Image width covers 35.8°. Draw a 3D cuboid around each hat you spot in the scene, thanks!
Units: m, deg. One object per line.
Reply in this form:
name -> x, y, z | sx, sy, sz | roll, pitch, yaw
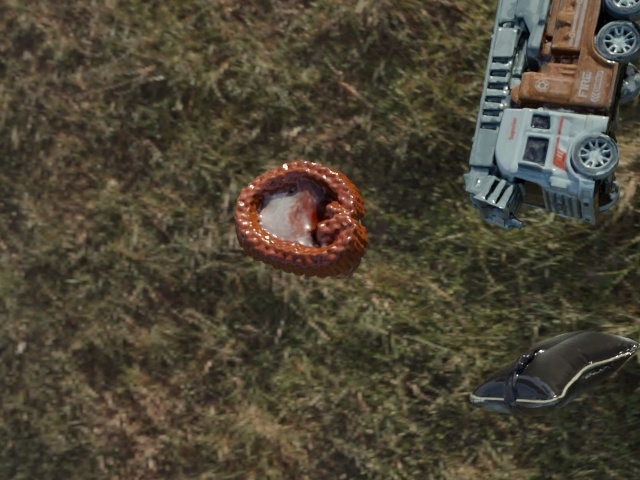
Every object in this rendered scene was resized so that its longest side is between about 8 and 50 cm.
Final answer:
hat -> 0.000, 0.000, 0.834 | 0.112, 0.162, 0.093 | 18, 75, 19

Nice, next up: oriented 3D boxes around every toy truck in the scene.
toy truck -> 0.279, -0.165, 1.184 | 0.184, 0.133, 0.338 | 10, 76, 20

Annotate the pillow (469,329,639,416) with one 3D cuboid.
pillow -> 0.199, 0.113, 0.842 | 0.055, 0.136, 0.091 | 59, 142, 15
